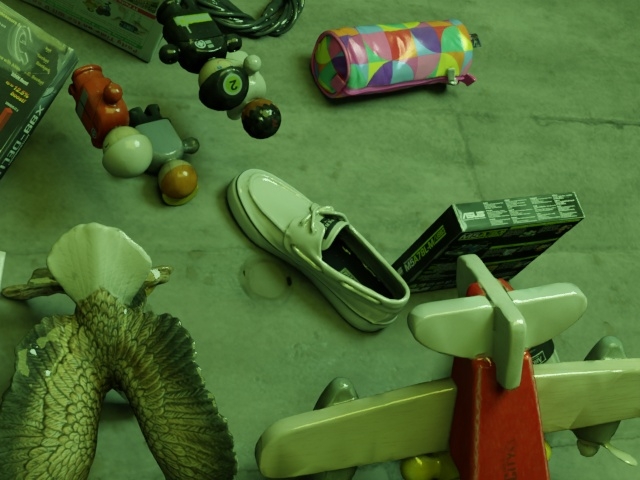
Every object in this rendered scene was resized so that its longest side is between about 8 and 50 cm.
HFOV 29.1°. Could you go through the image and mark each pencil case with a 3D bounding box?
[{"bbox_3d":[0.106,-0.254,1.716,0.236,0.104,0.104,-10,67,-29],"label":"pencil case"}]

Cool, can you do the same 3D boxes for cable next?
[{"bbox_3d":[-0.114,-0.345,1.700,0.184,0.047,0.150,-10,71,-33],"label":"cable"}]

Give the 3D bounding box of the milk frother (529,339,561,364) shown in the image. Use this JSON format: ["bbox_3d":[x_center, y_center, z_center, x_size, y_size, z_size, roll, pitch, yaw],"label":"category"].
[{"bbox_3d":[0.238,0.143,1.550,0.143,0.129,0.134,-75,145,-63],"label":"milk frother"}]

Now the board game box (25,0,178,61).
[{"bbox_3d":[-0.250,-0.378,1.484,0.224,0.303,0.097,25,54,-11],"label":"board game box"}]

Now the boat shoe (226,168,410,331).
[{"bbox_3d":[0.000,0.000,1.517,0.267,0.088,0.096,47,53,5],"label":"boat shoe"}]

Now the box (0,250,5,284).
[{"bbox_3d":[-0.378,0.158,1.256,0.067,0.063,0.324,13,57,-20],"label":"box"}]

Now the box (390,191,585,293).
[{"bbox_3d":[0.206,0.005,1.554,0.191,0.184,0.045,-7,64,-28],"label":"box"}]

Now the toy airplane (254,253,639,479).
[{"bbox_3d":[0.172,0.200,1.363,0.386,0.272,0.384,38,88,-16],"label":"toy airplane"}]

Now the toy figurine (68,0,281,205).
[{"bbox_3d":[-0.161,-0.153,1.437,0.213,0.209,0.148,-35,67,7],"label":"toy figurine"}]

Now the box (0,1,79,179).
[{"bbox_3d":[-0.459,-0.188,1.338,0.307,0.076,0.242,33,86,-5],"label":"box"}]

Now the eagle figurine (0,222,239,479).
[{"bbox_3d":[-0.213,0.151,1.267,0.225,0.226,0.298,24,46,-37],"label":"eagle figurine"}]
